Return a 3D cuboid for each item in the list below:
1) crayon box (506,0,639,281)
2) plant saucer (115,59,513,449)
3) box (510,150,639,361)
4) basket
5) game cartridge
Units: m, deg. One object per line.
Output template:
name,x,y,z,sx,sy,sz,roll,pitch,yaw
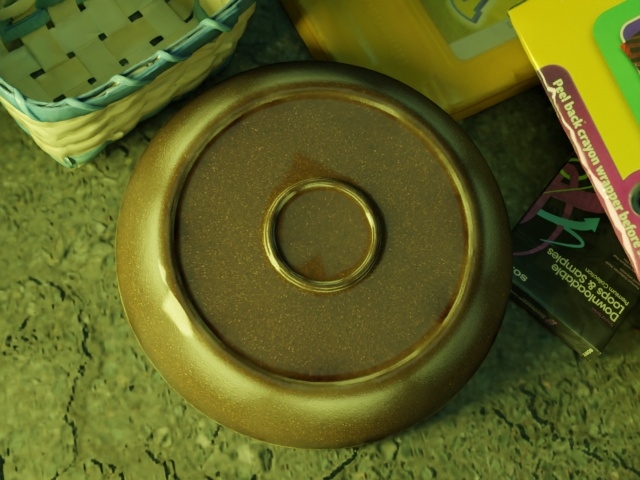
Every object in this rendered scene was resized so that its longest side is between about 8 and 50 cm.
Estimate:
crayon box,0.360,-0.080,0.811,0.313,0.106,0.363,-26,79,14
plant saucer,0.000,0.000,0.832,0.311,0.050,0.310,1,76,-6
box,0.223,0.003,0.906,0.116,0.029,0.162,39,69,6
basket,-0.164,-0.197,0.771,0.255,0.289,0.201,-37,79,-22
game cartridge,0.119,-0.257,0.976,0.324,0.052,0.285,-25,76,-19
